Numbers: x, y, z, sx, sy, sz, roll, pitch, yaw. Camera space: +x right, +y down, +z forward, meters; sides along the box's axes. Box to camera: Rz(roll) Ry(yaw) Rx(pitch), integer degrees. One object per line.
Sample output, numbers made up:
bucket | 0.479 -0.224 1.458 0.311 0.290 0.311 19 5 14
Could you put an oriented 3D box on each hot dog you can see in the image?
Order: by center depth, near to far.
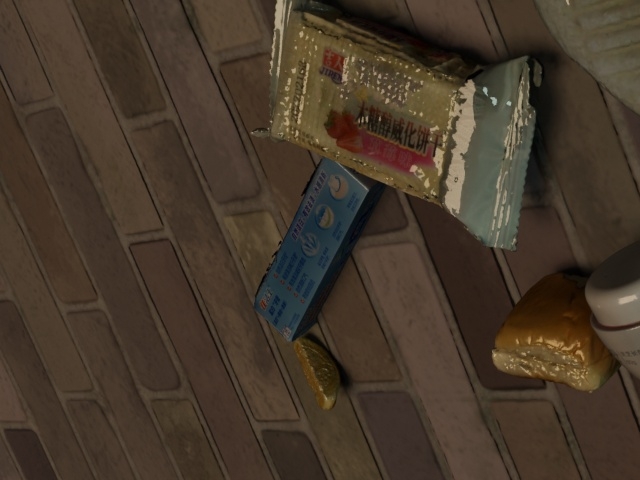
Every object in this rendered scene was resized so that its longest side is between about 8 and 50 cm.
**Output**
hot dog | 0.002 0.145 1.999 0.090 0.034 0.030 65 156 21

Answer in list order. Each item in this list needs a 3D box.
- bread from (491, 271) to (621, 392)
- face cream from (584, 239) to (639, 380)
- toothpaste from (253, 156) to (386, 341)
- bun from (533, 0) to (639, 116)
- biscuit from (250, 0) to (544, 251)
bread | 0.229 0.081 1.652 0.125 0.106 0.082 11 124 40
face cream | 0.296 0.060 1.558 0.117 0.117 0.104 -11 116 50
toothpaste | 0.000 0.000 1.886 0.066 0.053 0.272 41 139 13
bun | 0.305 -0.242 1.262 0.362 0.211 0.362 30 137 32
biscuit | 0.072 -0.128 1.685 0.309 0.079 0.186 28 120 35
